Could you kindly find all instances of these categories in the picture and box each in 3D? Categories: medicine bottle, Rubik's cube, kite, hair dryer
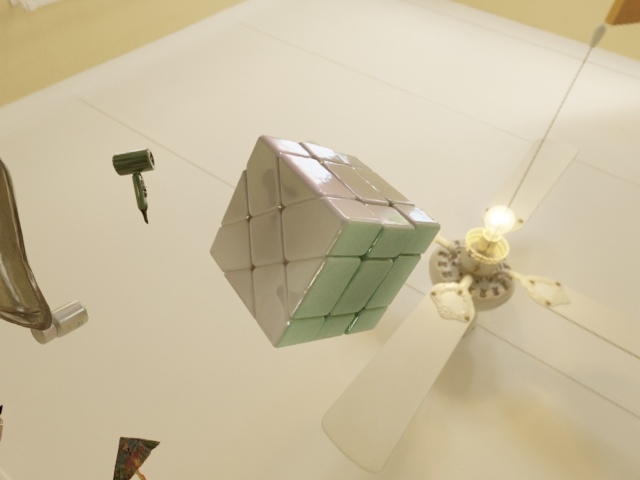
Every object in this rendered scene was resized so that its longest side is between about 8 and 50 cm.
[{"bbox_3d":[-0.485,0.152,0.861,0.052,0.052,0.089,27,-148,18],"label":"medicine bottle"},{"bbox_3d":[0.000,0.000,1.011,0.316,0.321,0.319,0,-143,-45],"label":"Rubik's cube"},{"bbox_3d":[-0.449,0.534,1.107,0.010,0.159,0.190,-11,-164,23],"label":"kite"},{"bbox_3d":[-0.358,-0.104,0.913,0.071,0.047,0.150,-12,-92,-5],"label":"hair dryer"}]

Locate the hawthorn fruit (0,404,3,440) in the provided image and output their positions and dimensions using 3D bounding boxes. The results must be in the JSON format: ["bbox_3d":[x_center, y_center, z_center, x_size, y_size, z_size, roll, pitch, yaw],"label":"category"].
[{"bbox_3d":[-0.494,0.245,0.572,0.148,0.148,0.172,38,-135,26],"label":"hawthorn fruit"}]

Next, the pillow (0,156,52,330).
[{"bbox_3d":[-0.372,0.003,0.514,0.131,0.232,0.038,13,-150,14],"label":"pillow"}]
